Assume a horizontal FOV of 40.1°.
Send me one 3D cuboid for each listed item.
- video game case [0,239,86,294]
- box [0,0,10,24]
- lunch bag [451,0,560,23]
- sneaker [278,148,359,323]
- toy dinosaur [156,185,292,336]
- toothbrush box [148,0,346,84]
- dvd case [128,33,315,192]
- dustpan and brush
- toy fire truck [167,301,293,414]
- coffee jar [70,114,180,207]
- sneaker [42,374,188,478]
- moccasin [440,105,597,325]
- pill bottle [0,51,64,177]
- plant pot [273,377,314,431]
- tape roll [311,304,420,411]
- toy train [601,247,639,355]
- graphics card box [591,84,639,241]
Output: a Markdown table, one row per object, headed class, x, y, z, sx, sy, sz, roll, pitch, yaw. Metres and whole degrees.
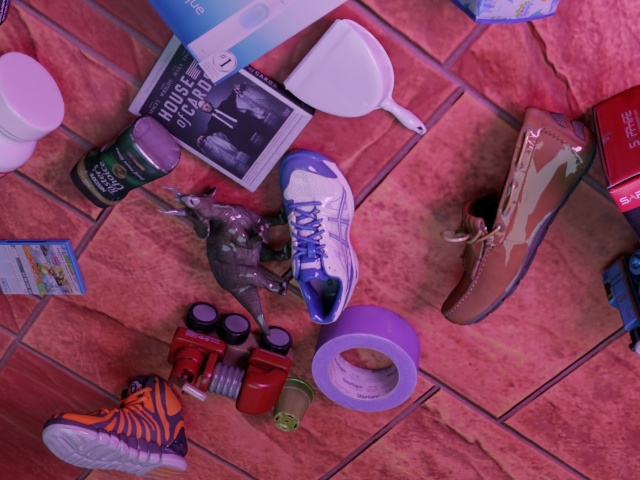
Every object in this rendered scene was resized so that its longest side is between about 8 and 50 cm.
| class | x | y | z | sx | sy | sz | roll | pitch | yaw |
| --- | --- | --- | --- | --- | --- | --- | --- | --- | --- |
| video game case | -0.525 | 0.050 | 1.613 | 0.166 | 0.015 | 0.119 | 0 | 124 | 11 |
| box | -0.545 | -0.427 | 1.253 | 0.220 | 0.051 | 0.175 | 24 | 126 | -7 |
| lunch bag | 0.257 | -0.353 | 1.124 | 0.151 | 0.096 | 0.129 | -5 | 130 | -22 |
| sneaker | 0.000 | 0.000 | 1.404 | 0.112 | 0.131 | 0.296 | -7 | 122 | 18 |
| toy dinosaur | -0.135 | 0.018 | 1.472 | 0.160 | 0.121 | 0.313 | 2 | 131 | 24 |
| toothbrush box | -0.080 | -0.380 | 1.151 | 0.295 | 0.126 | 0.216 | -26 | 116 | 25 |
| dvd case | -0.154 | -0.202 | 1.352 | 0.239 | 0.029 | 0.179 | 33 | 124 | -13 |
| dustpan and brush | 0.071 | -0.217 | 1.287 | 0.211 | 0.060 | 0.147 | 40 | 125 | -9 |
| toy fire truck | -0.169 | 0.235 | 1.531 | 0.217 | 0.246 | 0.158 | 19 | 127 | -2 |
| coffee jar | -0.314 | -0.120 | 1.393 | 0.184 | 0.079 | 0.096 | -24 | 118 | 39 |
| sneaker | -0.388 | 0.339 | 1.675 | 0.124 | 0.180 | 0.321 | -26 | 143 | 27 |
| moccasin | 0.267 | -0.027 | 1.327 | 0.147 | 0.139 | 0.380 | 24 | 129 | 2 |
| pill bottle | -0.559 | -0.166 | 1.365 | 0.318 | 0.176 | 0.176 | -24 | 117 | 25 |
| plant pot | -0.059 | 0.319 | 1.674 | 0.083 | 0.079 | 0.083 | 6 | 126 | 8 |
| tape roll | 0.083 | 0.213 | 1.570 | 0.189 | 0.080 | 0.189 | 6 | 127 | 8 |
| toy train | 0.501 | 0.095 | 1.342 | 0.080 | 0.184 | 0.105 | 19 | 133 | -19 |
| graphics card box | 0.512 | -0.014 | 1.228 | 0.094 | 0.233 | 0.371 | -27 | 116 | 26 |
